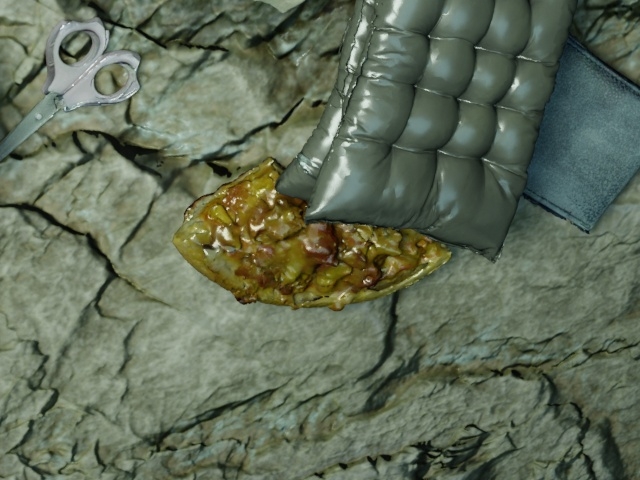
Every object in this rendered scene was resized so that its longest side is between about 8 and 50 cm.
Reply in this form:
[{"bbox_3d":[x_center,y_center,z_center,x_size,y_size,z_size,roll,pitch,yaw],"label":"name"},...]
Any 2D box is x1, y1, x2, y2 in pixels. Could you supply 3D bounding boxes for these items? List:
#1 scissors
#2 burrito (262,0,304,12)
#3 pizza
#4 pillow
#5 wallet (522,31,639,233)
[{"bbox_3d":[-0.247,-0.119,1.256,0.189,0.015,0.100,-42,128,9],"label":"scissors"},{"bbox_3d":[0.068,-0.310,1.132,0.392,0.076,0.117,-27,130,36],"label":"burrito"},{"bbox_3d":[0.000,0.000,1.384,0.305,0.085,0.161,2,119,-24],"label":"pizza"},{"bbox_3d":[0.111,-0.156,1.291,0.228,0.101,0.326,10,104,-29],"label":"pillow"},{"bbox_3d":[0.255,-0.115,1.443,0.222,0.036,0.167,26,108,-34],"label":"wallet"}]
